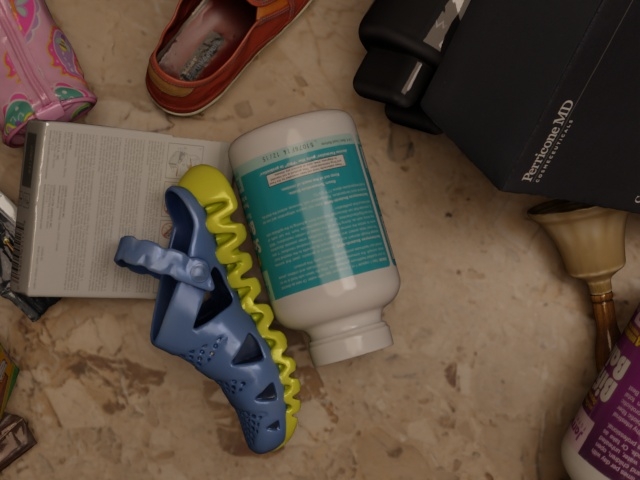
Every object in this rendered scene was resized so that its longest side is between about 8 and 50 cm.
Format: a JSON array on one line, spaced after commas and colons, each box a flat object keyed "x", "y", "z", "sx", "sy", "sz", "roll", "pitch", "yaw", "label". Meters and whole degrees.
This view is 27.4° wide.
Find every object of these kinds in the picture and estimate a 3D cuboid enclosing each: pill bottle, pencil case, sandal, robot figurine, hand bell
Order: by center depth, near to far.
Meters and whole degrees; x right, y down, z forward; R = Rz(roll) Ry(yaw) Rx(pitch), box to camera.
[{"x": 0.361, "y": 0.201, "z": 1.400, "sx": 0.169, "sy": 0.169, "sz": 0.302, "roll": 27, "pitch": 102, "yaw": 0, "label": "pill bottle"}, {"x": -0.124, "y": 0.086, "z": 1.412, "sx": 0.138, "sy": 0.126, "sz": 0.317, "roll": -23, "pitch": 92, "yaw": -23, "label": "sandal"}, {"x": 0.000, "y": 0.000, "z": 1.435, "sx": 0.146, "sy": 0.146, "sz": 0.264, "roll": -16, "pitch": 85, "yaw": -4, "label": "pill bottle"}, {"x": 0.153, "y": -0.257, "z": 1.451, "sx": 0.173, "sy": 0.209, "sz": 0.278, "roll": 30, "pitch": 84, "yaw": 14, "label": "robot figurine"}, {"x": -0.359, "y": -0.247, "z": 1.457, "sx": 0.124, "sy": 0.124, "sz": 0.284, "roll": -26, "pitch": 87, "yaw": -5, "label": "pencil case"}, {"x": 0.318, "y": 0.072, "z": 1.477, "sx": 0.126, "sy": 0.126, "sz": 0.242, "roll": -13, "pitch": 97, "yaw": -4, "label": "hand bell"}]

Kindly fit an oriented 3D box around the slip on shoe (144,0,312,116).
[{"x": -0.082, "y": -0.285, "z": 1.482, "sx": 0.123, "sy": 0.101, "sz": 0.331, "roll": 37, "pitch": 83, "yaw": 3, "label": "slip on shoe"}]

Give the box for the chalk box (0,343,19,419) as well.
[{"x": -0.423, "y": 0.198, "z": 1.377, "sx": 0.132, "sy": 0.132, "sz": 0.213, "roll": 14, "pitch": 69, "yaw": 4, "label": "chalk box"}]

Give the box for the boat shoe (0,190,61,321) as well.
[{"x": -0.355, "y": 0.004, "z": 1.459, "sx": 0.183, "sy": 0.065, "sz": 0.083, "roll": 44, "pitch": 80, "yaw": 0, "label": "boat shoe"}]

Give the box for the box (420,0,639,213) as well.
[{"x": 0.327, "y": -0.214, "z": 1.320, "sx": 0.312, "sy": 0.179, "sz": 0.343, "roll": 8, "pitch": 120, "yaw": -34, "label": "box"}]

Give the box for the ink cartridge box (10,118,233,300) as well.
[{"x": -0.216, "y": -0.029, "z": 1.445, "sx": 0.232, "sy": 0.066, "sz": 0.189, "roll": 3, "pitch": 97, "yaw": -38, "label": "ink cartridge box"}]

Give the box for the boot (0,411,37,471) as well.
[{"x": -0.385, "y": 0.223, "z": 1.455, "sx": 0.106, "sy": 0.037, "sz": 0.114, "roll": 43, "pitch": 82, "yaw": 1, "label": "boot"}]
